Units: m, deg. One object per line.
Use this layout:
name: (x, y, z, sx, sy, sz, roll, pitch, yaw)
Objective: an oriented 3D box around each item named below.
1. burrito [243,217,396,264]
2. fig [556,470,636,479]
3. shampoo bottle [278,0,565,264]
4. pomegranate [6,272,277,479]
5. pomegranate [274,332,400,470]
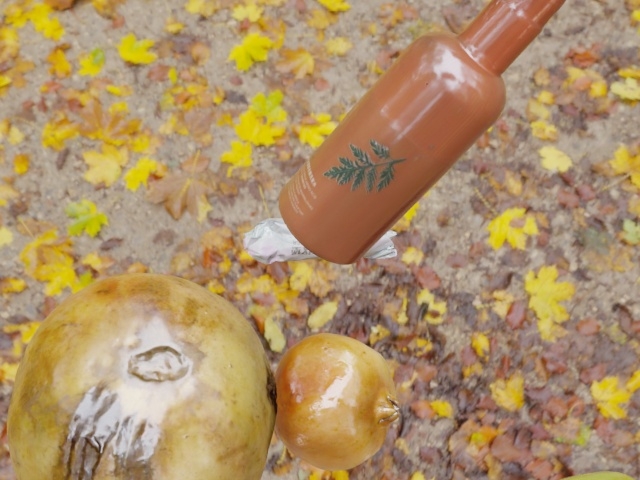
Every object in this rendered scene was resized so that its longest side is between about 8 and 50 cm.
burrito: (0.000, 0.000, 0.968, 0.203, 0.064, 0.064, 0, 58, -21)
fig: (0.392, 0.489, 1.140, 0.326, 0.258, 0.258, -36, 65, -6)
shampoo bottle: (0.068, -0.086, 0.520, 0.085, 0.244, 0.085, 29, 31, -20)
pomegranate: (-0.200, 0.199, 0.871, 0.322, 0.322, 0.322, -1, 60, 1)
pomegranate: (0.019, 0.242, 1.164, 0.209, 0.209, 0.209, -1, 60, 1)
